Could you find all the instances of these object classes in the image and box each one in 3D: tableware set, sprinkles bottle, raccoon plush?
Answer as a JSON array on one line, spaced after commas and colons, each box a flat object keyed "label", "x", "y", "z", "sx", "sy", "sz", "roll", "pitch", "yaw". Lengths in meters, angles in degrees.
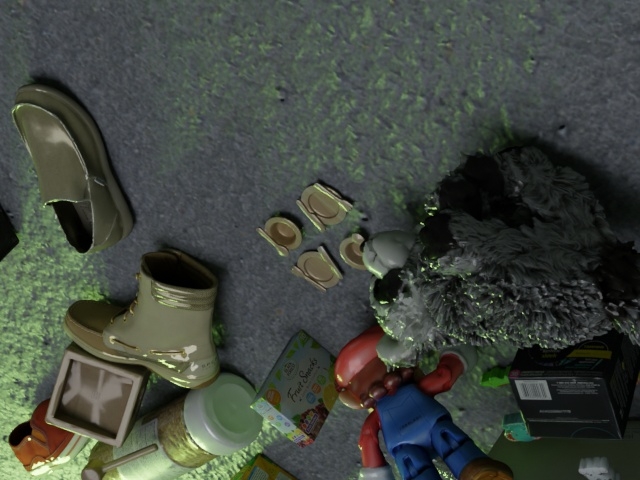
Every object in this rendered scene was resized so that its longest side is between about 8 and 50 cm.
[{"label": "tableware set", "x": 0.000, "y": 0.000, "z": 1.625, "sx": 0.141, "sy": 0.020, "sz": 0.168, "roll": 46, "pitch": 134, "yaw": -14}, {"label": "sprinkles bottle", "x": -0.241, "y": 0.324, "z": 1.963, "sx": 0.121, "sy": 0.121, "sz": 0.355, "roll": 45, "pitch": 134, "yaw": -13}, {"label": "raccoon plush", "x": 0.236, "y": 0.107, "z": 1.400, "sx": 0.446, "sy": 0.216, "sz": 0.299, "roll": 44, "pitch": 144, "yaw": 21}]

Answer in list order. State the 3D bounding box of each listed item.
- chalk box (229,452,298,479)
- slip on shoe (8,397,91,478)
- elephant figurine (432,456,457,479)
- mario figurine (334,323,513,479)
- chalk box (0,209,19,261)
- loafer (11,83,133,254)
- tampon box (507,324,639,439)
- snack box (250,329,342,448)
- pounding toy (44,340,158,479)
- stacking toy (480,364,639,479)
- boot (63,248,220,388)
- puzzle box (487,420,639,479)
[{"label": "chalk box", "x": -0.124, "y": 0.476, "z": 2.026, "sx": 0.132, "sy": 0.132, "sz": 0.213, "roll": 36, "pitch": 134, "yaw": -5}, {"label": "slip on shoe", "x": -0.444, "y": 0.317, "z": 2.076, "sx": 0.101, "sy": 0.123, "sz": 0.331, "roll": 46, "pitch": 139, "yaw": -8}, {"label": "elephant figurine", "x": 0.264, "y": 0.398, "z": 1.760, "sx": 0.239, "sy": 0.186, "sz": 0.169, "roll": 6, "pitch": 174, "yaw": 37}, {"label": "mario figurine", "x": 0.134, "y": 0.240, "z": 1.603, "sx": 0.198, "sy": 0.320, "sz": 0.170, "roll": -8, "pitch": 130, "yaw": -21}, {"label": "chalk box", "x": -0.620, "y": -0.056, "z": 1.799, "sx": 0.179, "sy": 0.180, "sz": 0.289, "roll": -5, "pitch": 124, "yaw": 31}, {"label": "loafer", "x": -0.347, "y": -0.092, "z": 1.680, "sx": 0.101, "sy": 0.092, "sz": 0.269, "roll": -7, "pitch": 124, "yaw": 32}, {"label": "tampon box", "x": 0.315, "y": 0.149, "z": 1.485, "sx": 0.120, "sy": 0.161, "sz": 0.101, "roll": -4, "pitch": 125, "yaw": 29}, {"label": "snack box", "x": -0.027, "y": 0.211, "z": 1.736, "sx": 0.100, "sy": 0.141, "sz": 0.037, "roll": 40, "pitch": 136, "yaw": -9}, {"label": "pounding toy", "x": -0.329, "y": 0.276, "z": 1.907, "sx": 0.181, "sy": 0.094, "sz": 0.206, "roll": 19, "pitch": 105, "yaw": 0}, {"label": "stacking toy", "x": 0.295, "y": 0.238, "z": 1.569, "sx": 0.221, "sy": 0.167, "sz": 0.052, "roll": -10, "pitch": 134, "yaw": 35}, {"label": "boot", "x": -0.267, "y": 0.095, "z": 1.800, "sx": 0.261, "sy": 0.095, "sz": 0.204, "roll": 20, "pitch": 131, "yaw": 19}, {"label": "puzzle box", "x": 0.368, "y": 0.321, "z": 1.510, "sx": 0.408, "sy": 0.272, "sz": 0.052, "roll": -7, "pitch": 113, "yaw": 37}]
